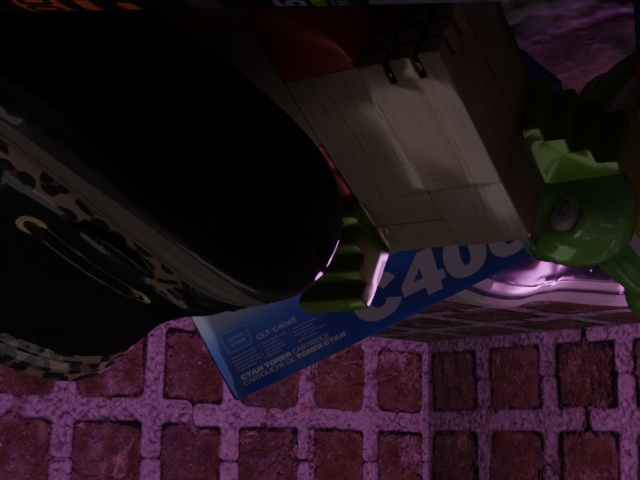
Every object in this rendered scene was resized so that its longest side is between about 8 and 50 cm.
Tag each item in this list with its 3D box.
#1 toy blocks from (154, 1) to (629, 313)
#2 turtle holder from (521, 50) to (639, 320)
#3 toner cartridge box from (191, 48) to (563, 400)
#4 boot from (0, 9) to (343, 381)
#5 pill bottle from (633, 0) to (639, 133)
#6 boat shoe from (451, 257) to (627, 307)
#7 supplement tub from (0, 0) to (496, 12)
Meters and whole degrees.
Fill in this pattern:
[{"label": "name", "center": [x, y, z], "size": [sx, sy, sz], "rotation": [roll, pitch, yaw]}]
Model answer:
[{"label": "toy blocks", "center": [-0.039, -0.109, 0.638], "size": [0.381, 0.190, 0.261], "rotation": [-7, 133, 32]}, {"label": "turtle holder", "center": [0.297, -0.067, 0.736], "size": [0.320, 0.243, 0.227], "rotation": [13, 167, -11]}, {"label": "toner cartridge box", "center": [0.048, -0.013, 0.869], "size": [0.348, 0.075, 0.165], "rotation": [-26, 127, -5]}, {"label": "boot", "center": [-0.198, -0.066, 0.583], "size": [0.377, 0.138, 0.284], "rotation": [39, 145, -13]}, {"label": "pill bottle", "center": [0.238, -0.107, 0.568], "size": [0.124, 0.221, 0.124], "rotation": [1, 168, 0]}, {"label": "boat shoe", "center": [0.217, -0.019, 1.135], "size": [0.500, 0.156, 0.187], "rotation": [4, -162, -40]}, {"label": "supplement tub", "center": [-0.072, -0.174, 0.339], "size": [0.316, 0.193, 0.193], "rotation": [0, 169, 6]}]
